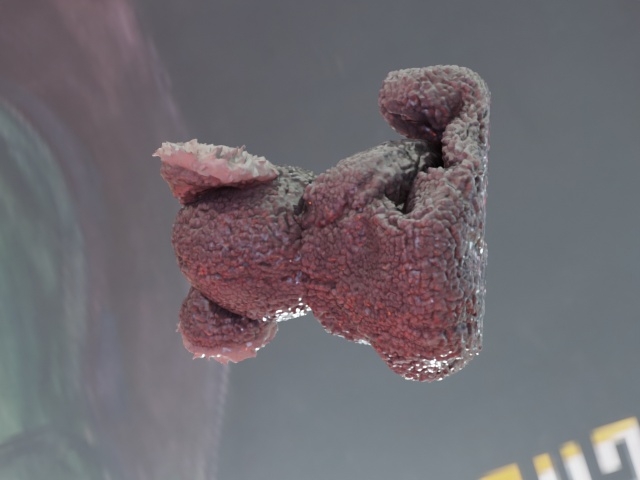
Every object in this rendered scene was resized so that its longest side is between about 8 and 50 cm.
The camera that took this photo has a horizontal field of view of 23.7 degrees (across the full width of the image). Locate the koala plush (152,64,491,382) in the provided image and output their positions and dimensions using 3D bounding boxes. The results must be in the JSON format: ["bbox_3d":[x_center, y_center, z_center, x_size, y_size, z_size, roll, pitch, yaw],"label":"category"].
[{"bbox_3d":[0.000,0.000,1.020,0.221,0.196,0.203,2,-148,7],"label":"koala plush"}]
